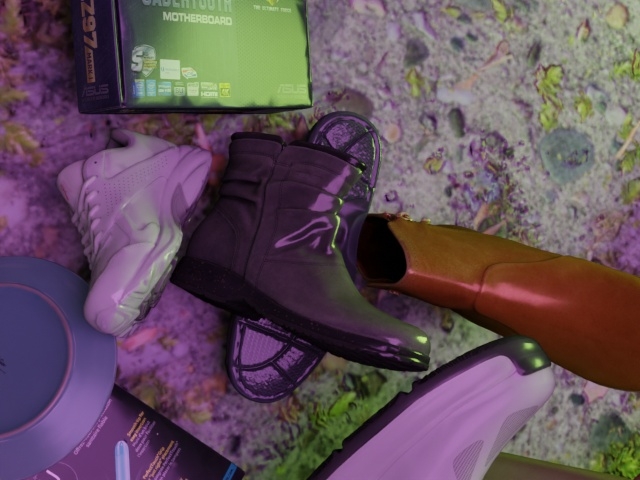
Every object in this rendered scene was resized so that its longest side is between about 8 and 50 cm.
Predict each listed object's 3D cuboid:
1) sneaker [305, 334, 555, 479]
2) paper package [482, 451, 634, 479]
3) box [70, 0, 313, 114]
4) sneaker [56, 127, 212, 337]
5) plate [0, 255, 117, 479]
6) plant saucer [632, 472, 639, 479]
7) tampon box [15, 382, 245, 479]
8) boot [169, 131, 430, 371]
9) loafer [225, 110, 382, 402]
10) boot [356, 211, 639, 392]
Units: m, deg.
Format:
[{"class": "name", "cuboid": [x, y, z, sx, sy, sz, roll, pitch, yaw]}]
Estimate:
[{"class": "sneaker", "cuboid": [0.074, 0.299, 1.088, 0.447, 0.169, 0.257, -44, 74, 5]}, {"class": "paper package", "cuboid": [0.190, 0.349, 1.149, 0.168, 0.325, 0.310, 20, 80, -25]}, {"class": "box", "cuboid": [-0.104, -0.198, 1.112, 0.232, 0.059, 0.184, -5, 92, -50]}, {"class": "sneaker", "cuboid": [-0.168, -0.012, 1.079, 0.115, 0.232, 0.090, 23, 124, -7]}, {"class": "plate", "cuboid": [-0.253, 0.097, 1.046, 0.188, 0.024, 0.188, -3, 68, 7]}, {"class": "plant saucer", "cuboid": [0.377, 0.351, 1.338, 0.332, 0.084, 0.332, -3, 94, -40]}, {"class": "tampon box", "cuboid": [-0.170, 0.194, 1.103, 0.161, 0.101, 0.120, 38, 74, -20]}, {"class": "boot", "cuboid": [0.000, 0.000, 1.079, 0.161, 0.246, 0.083, -66, 153, -7]}, {"class": "loafer", "cuboid": [-0.017, 0.015, 1.191, 0.096, 0.084, 0.268, 23, 84, -18]}, {"class": "boot", "cuboid": [0.160, 0.050, 1.156, 0.211, 0.295, 0.104, 13, 97, -34]}]
